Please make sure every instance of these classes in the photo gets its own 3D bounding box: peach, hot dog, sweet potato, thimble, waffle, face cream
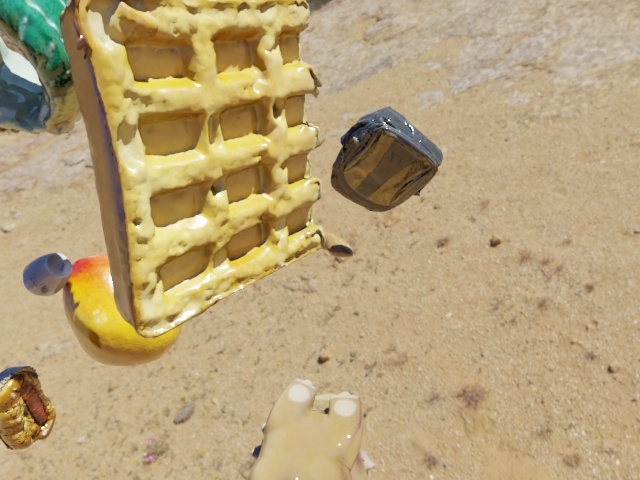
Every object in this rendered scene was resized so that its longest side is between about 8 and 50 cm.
[{"bbox_3d":[-0.503,0.172,1.330,0.289,0.307,0.289,-2,30,1],"label":"peach"},{"bbox_3d":[-0.680,0.383,1.176,0.069,0.252,0.131,19,39,16],"label":"hot dog"},{"bbox_3d":[0.003,0.000,1.319,0.219,0.051,0.065,20,24,38],"label":"sweet potato"},{"bbox_3d":[-0.501,-0.317,0.849,0.254,0.288,0.167,-12,45,25],"label":"thimble"},{"bbox_3d":[-0.116,-0.098,0.582,0.078,0.348,0.304,18,30,38],"label":"waffle"},{"bbox_3d":[-0.624,0.077,1.181,0.095,0.091,0.091,-32,32,28],"label":"face cream"}]

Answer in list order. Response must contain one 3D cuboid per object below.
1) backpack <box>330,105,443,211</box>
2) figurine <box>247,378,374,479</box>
[{"bbox_3d":[0.124,-0.153,1.073,0.258,0.206,0.133,-46,11,48],"label":"backpack"},{"bbox_3d":[-0.014,0.326,0.722,0.177,0.172,0.247,1,31,-3],"label":"figurine"}]
